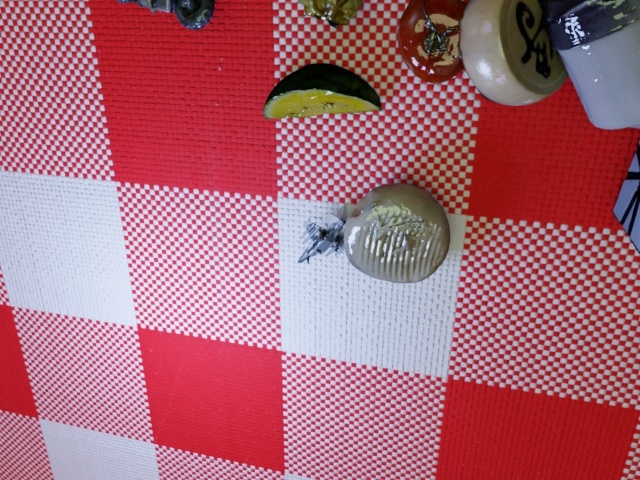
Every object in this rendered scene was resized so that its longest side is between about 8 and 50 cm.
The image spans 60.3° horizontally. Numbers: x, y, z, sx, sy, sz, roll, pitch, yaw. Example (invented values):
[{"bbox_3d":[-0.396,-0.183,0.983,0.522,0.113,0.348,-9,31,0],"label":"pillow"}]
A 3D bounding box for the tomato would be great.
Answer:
[{"bbox_3d":[0.245,-0.431,1.166,0.187,0.151,0.187,4,120,7],"label":"tomato"}]

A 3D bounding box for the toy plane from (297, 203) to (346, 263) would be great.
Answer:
[{"bbox_3d":[0.005,0.007,1.469,0.160,0.082,0.234,25,121,-25],"label":"toy plane"}]

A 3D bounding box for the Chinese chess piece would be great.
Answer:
[{"bbox_3d":[0.392,-0.397,1.087,0.104,0.257,0.257,5,122,58],"label":"Chinese chess piece"}]

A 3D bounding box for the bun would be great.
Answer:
[{"bbox_3d":[0.190,-0.022,1.356,0.273,0.168,0.272,3,123,5],"label":"bun"}]

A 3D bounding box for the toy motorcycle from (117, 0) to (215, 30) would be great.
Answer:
[{"bbox_3d":[-0.367,-0.620,1.282,0.327,0.143,0.188,27,110,21],"label":"toy motorcycle"}]

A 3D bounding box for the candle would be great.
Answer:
[{"bbox_3d":[0.562,-0.338,1.003,0.221,0.221,0.342,-26,113,24],"label":"candle"}]

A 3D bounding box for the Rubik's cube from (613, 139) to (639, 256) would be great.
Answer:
[{"bbox_3d":[0.783,-0.106,1.074,0.284,0.293,0.288,12,114,9],"label":"Rubik's cube"}]

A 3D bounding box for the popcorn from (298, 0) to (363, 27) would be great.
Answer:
[{"bbox_3d":[0.013,-0.540,1.162,0.169,0.195,0.173,24,122,-3],"label":"popcorn"}]

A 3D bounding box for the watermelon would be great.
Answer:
[{"bbox_3d":[-0.011,-0.345,1.316,0.301,0.123,0.129,-1,134,19],"label":"watermelon"}]
